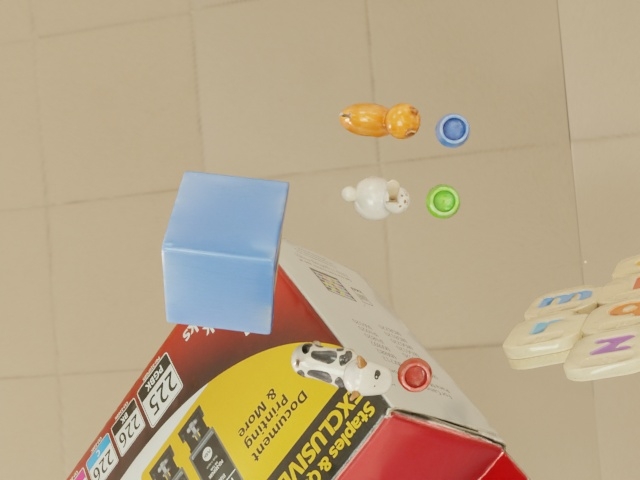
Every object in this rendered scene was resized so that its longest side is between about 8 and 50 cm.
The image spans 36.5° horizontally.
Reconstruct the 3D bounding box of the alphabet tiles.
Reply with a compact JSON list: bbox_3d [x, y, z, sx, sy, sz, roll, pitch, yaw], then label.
[{"bbox_3d":[0.275,0.037,0.668,0.284,0.278,0.021,-15,97,26],"label":"alphabet tiles"}]

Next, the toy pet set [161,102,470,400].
[{"bbox_3d":[0.000,0.000,0.387,0.114,0.065,0.122,7,91,2],"label":"toy pet set"}]

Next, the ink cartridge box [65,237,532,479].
[{"bbox_3d":[-0.037,0.196,0.659,0.309,0.130,0.272,-54,44,12],"label":"ink cartridge box"}]
